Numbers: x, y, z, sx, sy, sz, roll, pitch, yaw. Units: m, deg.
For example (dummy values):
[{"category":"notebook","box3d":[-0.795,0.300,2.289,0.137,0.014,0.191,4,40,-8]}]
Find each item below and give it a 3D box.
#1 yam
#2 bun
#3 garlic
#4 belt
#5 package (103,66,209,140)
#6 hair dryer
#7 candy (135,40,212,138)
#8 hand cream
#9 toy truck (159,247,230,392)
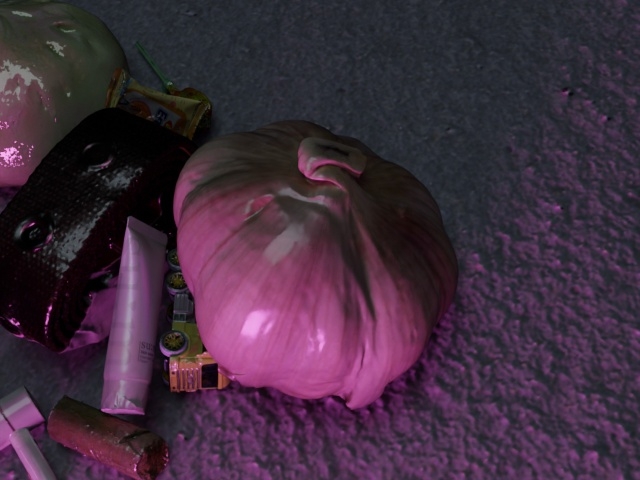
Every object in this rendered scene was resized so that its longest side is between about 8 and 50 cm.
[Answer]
[{"category":"yam","box3d":[-0.225,0.208,1.223,0.132,0.054,0.054,19,62,22]},{"category":"bun","box3d":[-0.379,-0.207,1.449,0.283,0.179,0.283,-3,55,4]},{"category":"garlic","box3d":[-0.005,0.009,1.211,0.241,0.322,0.321,-29,46,37]},{"category":"belt","box3d":[-0.261,-0.016,1.298,0.164,0.184,0.289,26,63,23]},{"category":"package","box3d":[-0.210,-0.138,1.407,0.121,0.031,0.108,21,99,-18]},{"category":"hair dryer","box3d":[-0.316,0.229,1.233,0.082,0.047,0.137,-34,65,-12]},{"category":"candy","box3d":[-0.198,-0.204,1.500,0.060,0.060,0.201,-30,50,-10]},{"category":"hand cream","box3d":[-0.195,0.082,1.228,0.050,0.078,0.204,-2,74,27]},{"category":"toy truck","box3d":[-0.122,0.083,1.277,0.100,0.077,0.168,1,51,-4]}]
